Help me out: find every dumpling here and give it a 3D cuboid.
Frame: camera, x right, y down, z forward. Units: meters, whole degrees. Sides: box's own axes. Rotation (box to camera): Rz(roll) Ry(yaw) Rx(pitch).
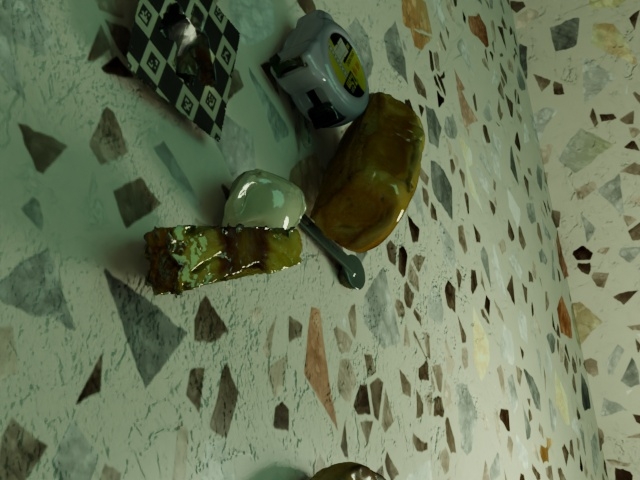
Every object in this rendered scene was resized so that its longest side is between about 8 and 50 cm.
[{"bbox_3d":[-0.086,-0.027,1.226,0.169,0.099,0.134,-42,157,-84],"label":"dumpling"}]

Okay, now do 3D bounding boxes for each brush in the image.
[{"bbox_3d":[0.000,0.000,1.455,0.266,0.027,0.062,46,40,-43],"label":"brush"}]

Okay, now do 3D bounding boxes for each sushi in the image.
[{"bbox_3d":[-0.184,-0.248,1.158,0.210,0.040,0.193,42,51,-55],"label":"sushi"}]

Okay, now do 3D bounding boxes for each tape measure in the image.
[{"bbox_3d":[-0.001,-0.266,1.476,0.178,0.105,0.196,58,31,-23],"label":"tape measure"}]

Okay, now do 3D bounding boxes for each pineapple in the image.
[{"bbox_3d":[-0.136,0.021,1.053,0.233,0.135,0.080,-3,91,-55],"label":"pineapple"}]

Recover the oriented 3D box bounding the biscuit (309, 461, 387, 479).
[{"bbox_3d":[0.041,0.428,1.277,0.274,0.091,0.213,57,36,-35],"label":"biscuit"}]

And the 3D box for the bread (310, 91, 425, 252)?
[{"bbox_3d":[0.084,-0.112,1.493,0.132,0.167,0.294,28,36,-6],"label":"bread"}]
